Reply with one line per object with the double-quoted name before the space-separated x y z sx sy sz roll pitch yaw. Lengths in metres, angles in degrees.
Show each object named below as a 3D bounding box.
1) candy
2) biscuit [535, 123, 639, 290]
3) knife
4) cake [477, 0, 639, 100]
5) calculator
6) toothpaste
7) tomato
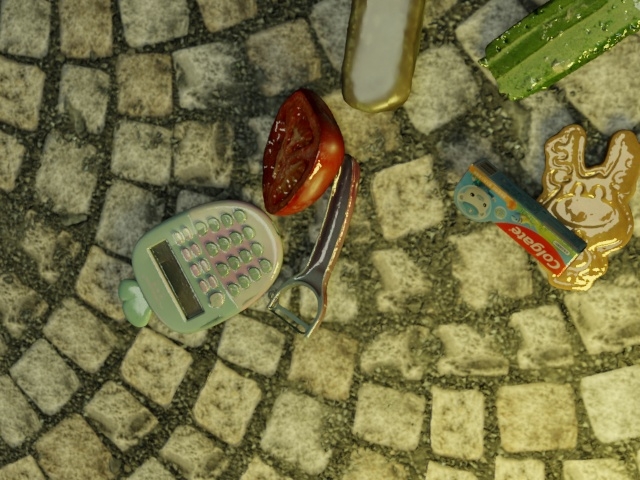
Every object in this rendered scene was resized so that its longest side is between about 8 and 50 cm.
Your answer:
"candy" 0.091 -0.297 1.189 0.102 0.104 0.234 8 103 8
"biscuit" 0.371 -0.044 1.203 0.144 0.040 0.236 11 100 18
"knife" 0.001 0.000 1.296 0.123 0.053 0.278 30 104 39
"cake" 0.341 -0.286 1.165 0.235 0.099 0.100 -31 93 38
"calculator" -0.196 0.046 1.357 0.299 0.041 0.185 -28 93 17
"toothpaste" 0.276 -0.027 1.202 0.193 0.044 0.070 43 126 15
"tomato" -0.021 -0.120 1.254 0.082 0.166 0.174 11 130 -31
